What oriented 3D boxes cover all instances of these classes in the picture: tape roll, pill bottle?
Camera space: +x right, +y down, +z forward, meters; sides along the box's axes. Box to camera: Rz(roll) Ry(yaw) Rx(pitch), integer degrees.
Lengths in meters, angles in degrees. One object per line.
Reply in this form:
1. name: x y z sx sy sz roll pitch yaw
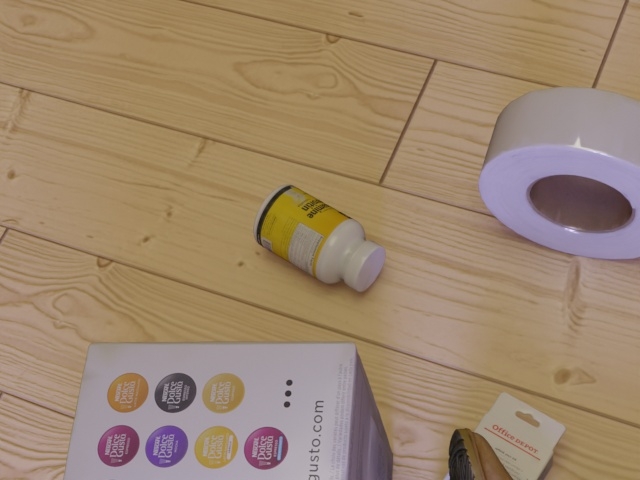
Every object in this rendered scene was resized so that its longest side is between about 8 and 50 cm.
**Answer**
1. tape roll: 0.364 -0.087 1.741 0.286 0.286 0.100 11 62 17
2. pill bottle: 0.000 0.000 1.864 0.184 0.103 0.103 30 70 24

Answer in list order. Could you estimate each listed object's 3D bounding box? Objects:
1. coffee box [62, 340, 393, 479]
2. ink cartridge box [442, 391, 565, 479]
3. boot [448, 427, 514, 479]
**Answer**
1. coffee box: -0.105 0.344 1.549 0.334 0.338 0.338 -1 60 11
2. ink cartridge box: 0.234 0.302 1.669 0.104 0.060 0.180 29 69 23
3. boot: 0.309 0.331 1.583 0.269 0.089 0.236 -6 64 -17
